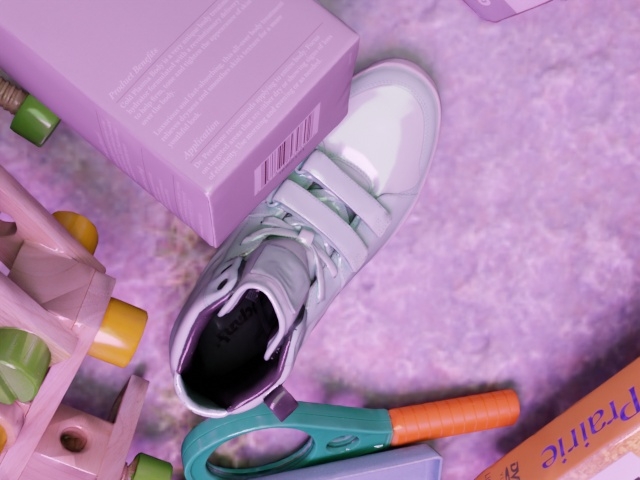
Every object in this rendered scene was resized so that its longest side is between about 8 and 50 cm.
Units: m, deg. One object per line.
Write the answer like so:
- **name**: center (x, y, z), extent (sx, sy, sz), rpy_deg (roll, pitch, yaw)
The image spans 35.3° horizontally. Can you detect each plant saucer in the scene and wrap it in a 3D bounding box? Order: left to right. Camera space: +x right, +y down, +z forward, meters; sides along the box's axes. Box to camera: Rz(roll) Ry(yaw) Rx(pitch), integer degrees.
- **plant saucer**: center (-0.013, 0.174, 0.682), extent (0.192, 0.018, 0.067), rpy_deg (-10, 143, -4)

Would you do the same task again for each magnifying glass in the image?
- **magnifying glass**: center (0.022, 0.129, 0.675), extent (0.231, 0.026, 0.092), rpy_deg (-6, 141, -11)

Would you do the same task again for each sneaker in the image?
- **sneaker**: center (0.000, 0.001, 0.606), extent (0.094, 0.151, 0.256), rpy_deg (35, 92, -8)

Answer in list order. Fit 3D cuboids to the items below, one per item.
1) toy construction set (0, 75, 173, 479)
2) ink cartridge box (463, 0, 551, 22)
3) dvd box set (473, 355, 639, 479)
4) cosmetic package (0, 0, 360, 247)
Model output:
- **toy construction set**: center (-0.169, 0.089, 0.541), extent (0.237, 0.309, 0.257), rpy_deg (33, 102, -14)
- **ink cartridge box**: center (0.102, -0.290, 0.527), extent (0.309, 0.272, 0.130), rpy_deg (40, 65, -22)
- **dvd box set**: center (0.347, 0.131, 0.611), extent (0.308, 0.062, 0.420), rpy_deg (37, 116, -17)
- **cosmetic package**: center (-0.108, -0.124, 0.560), extent (0.238, 0.107, 0.127), rpy_deg (41, 75, 10)
